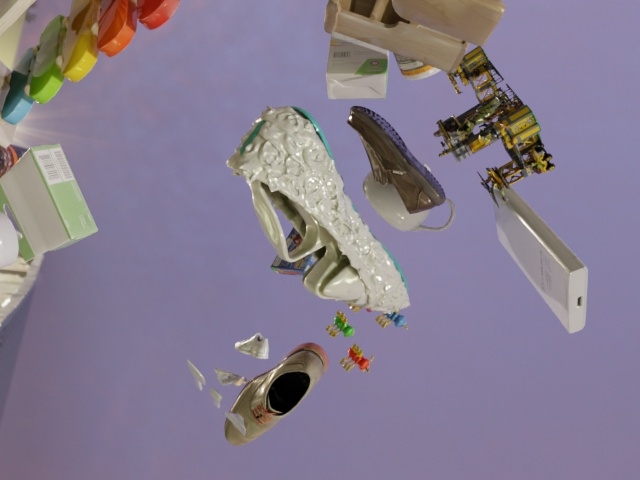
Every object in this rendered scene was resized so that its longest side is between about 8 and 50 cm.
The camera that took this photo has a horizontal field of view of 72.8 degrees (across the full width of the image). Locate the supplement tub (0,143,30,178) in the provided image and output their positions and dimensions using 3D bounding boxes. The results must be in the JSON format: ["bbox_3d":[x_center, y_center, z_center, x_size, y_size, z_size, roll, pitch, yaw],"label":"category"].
[{"bbox_3d":[-0.762,-0.184,1.058,0.106,0.198,0.106,0,-88,4],"label":"supplement tub"}]

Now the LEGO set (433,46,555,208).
[{"bbox_3d":[0.350,-0.247,0.985,0.192,0.255,0.331,-30,-121,20],"label":"LEGO set"}]

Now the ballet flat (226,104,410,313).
[{"bbox_3d":[0.000,0.000,0.641,0.147,0.409,0.147,-23,-145,17],"label":"ballet flat"}]

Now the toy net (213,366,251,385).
[{"bbox_3d":[-0.198,0.412,1.217,0.122,0.232,0.045,-9,-123,52],"label":"toy net"}]

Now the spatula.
[{"bbox_3d":[-0.208,0.326,0.873,0.168,0.019,0.242,42,-28,9],"label":"spatula"}]

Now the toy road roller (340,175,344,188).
[{"bbox_3d":[-0.057,-0.171,1.719,0.240,0.329,0.202,-29,-130,29],"label":"toy road roller"}]

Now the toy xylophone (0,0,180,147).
[{"bbox_3d":[-0.248,-0.250,0.437,0.323,0.081,0.236,-22,-124,22],"label":"toy xylophone"}]

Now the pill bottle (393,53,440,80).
[{"bbox_3d":[0.260,-0.612,1.219,0.162,0.278,0.162,-22,-144,17],"label":"pill bottle"}]

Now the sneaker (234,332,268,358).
[{"bbox_3d":[-0.275,0.425,1.793,0.212,0.080,0.094,-1,-103,48],"label":"sneaker"}]

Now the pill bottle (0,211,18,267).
[{"bbox_3d":[-0.422,0.013,0.451,0.094,0.169,0.094,6,-76,26],"label":"pill bottle"}]

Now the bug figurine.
[{"bbox_3d":[0.146,0.278,1.406,0.216,0.072,0.279,47,-71,31],"label":"bug figurine"}]

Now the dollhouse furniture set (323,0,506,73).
[{"bbox_3d":[0.167,-0.473,0.640,0.394,0.256,0.362,105,5,-75],"label":"dollhouse furniture set"}]

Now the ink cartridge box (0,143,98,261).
[{"bbox_3d":[-0.533,-0.062,0.829,0.235,0.056,0.171,-15,-81,39],"label":"ink cartridge box"}]

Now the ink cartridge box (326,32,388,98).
[{"bbox_3d":[0.139,-0.671,1.537,0.207,0.119,0.353,3,-116,8],"label":"ink cartridge box"}]

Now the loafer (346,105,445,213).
[{"bbox_3d":[0.187,-0.212,1.202,0.130,0.134,0.366,-40,-88,26],"label":"loafer"}]

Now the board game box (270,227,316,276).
[{"bbox_3d":[-0.049,0.013,1.293,0.136,0.035,0.201,3,-126,39],"label":"board game box"}]

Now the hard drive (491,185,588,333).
[{"bbox_3d":[0.546,0.029,1.103,0.047,0.233,0.353,-23,-140,6],"label":"hard drive"}]

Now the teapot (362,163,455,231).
[{"bbox_3d":[0.273,-0.162,1.368,0.187,0.256,0.252,-42,-146,27],"label":"teapot"}]

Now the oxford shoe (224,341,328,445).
[{"bbox_3d":[-0.129,0.382,1.033,0.123,0.130,0.348,42,-75,4],"label":"oxford shoe"}]
